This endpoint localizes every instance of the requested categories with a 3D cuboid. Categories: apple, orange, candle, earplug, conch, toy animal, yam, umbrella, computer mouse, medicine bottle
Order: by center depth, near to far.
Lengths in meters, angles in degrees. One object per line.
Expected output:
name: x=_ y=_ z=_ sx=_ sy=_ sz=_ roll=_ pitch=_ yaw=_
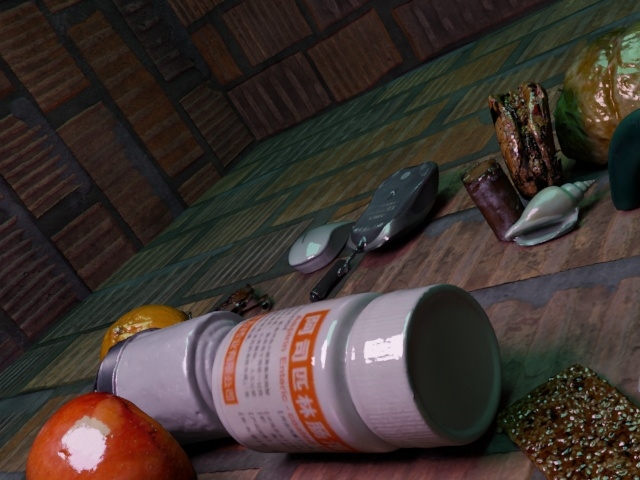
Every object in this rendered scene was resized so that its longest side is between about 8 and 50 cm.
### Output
medicine bottle: x=0.037 y=0.180 z=1.033 sx=0.372 sy=0.211 sz=0.211 roll=-17 pitch=23 yaw=45
earplug: x=0.490 y=-0.089 z=1.061 sx=0.257 sy=0.164 sz=0.280 roll=-28 pitch=27 yaw=39
apple: x=-0.314 y=0.350 z=1.134 sx=0.206 sy=0.251 sz=0.272 roll=-42 pitch=30 yaw=-24
conch: x=0.396 y=-0.045 z=1.297 sx=0.180 sy=0.088 sz=0.065 roll=-38 pitch=-28 yaw=5
candle: x=-0.220 y=0.241 z=1.326 sx=0.343 sy=0.221 sz=0.221 roll=-19 pitch=21 yaw=35
yam: x=0.312 y=-0.068 z=1.358 sx=0.079 sy=0.141 sz=0.079 roll=-32 pitch=15 yaw=9
orange: x=0.579 y=-0.287 z=1.380 sx=0.271 sy=0.210 sz=0.369 roll=-46 pitch=18 yaw=-31
umbrella: x=0.018 y=0.087 z=1.658 sx=0.133 sy=0.031 sz=0.036 roll=-47 pitch=-1 yaw=-38
computer mouse: x=0.152 y=-0.039 z=1.675 sx=0.167 sy=0.090 sz=0.379 roll=-10 pitch=33 yaw=54
orange: x=-0.375 y=0.241 z=1.685 sx=0.220 sy=0.193 sz=0.219 roll=-15 pitch=28 yaw=8
toy animal: x=-0.248 y=0.185 z=1.825 sx=0.244 sy=0.087 sz=0.260 roll=-25 pitch=11 yaw=-22
computer mouse: x=0.000 y=0.000 z=1.868 sx=0.128 sy=0.079 sz=0.231 roll=-22 pitch=17 yaw=27

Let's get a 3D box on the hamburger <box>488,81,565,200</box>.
hamburger: x=0.382 y=-0.176 z=1.403 sx=0.107 sy=0.230 sz=0.231 roll=-15 pitch=21 yaw=15

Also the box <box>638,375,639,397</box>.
box: x=0.428 y=0.120 z=0.791 sx=0.178 sy=0.035 sz=0.115 roll=-17 pitch=23 yaw=42

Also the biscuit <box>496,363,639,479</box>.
biscuit: x=0.284 y=0.208 z=0.826 sx=0.131 sy=0.025 sz=0.231 roll=-34 pitch=16 yaw=-3
